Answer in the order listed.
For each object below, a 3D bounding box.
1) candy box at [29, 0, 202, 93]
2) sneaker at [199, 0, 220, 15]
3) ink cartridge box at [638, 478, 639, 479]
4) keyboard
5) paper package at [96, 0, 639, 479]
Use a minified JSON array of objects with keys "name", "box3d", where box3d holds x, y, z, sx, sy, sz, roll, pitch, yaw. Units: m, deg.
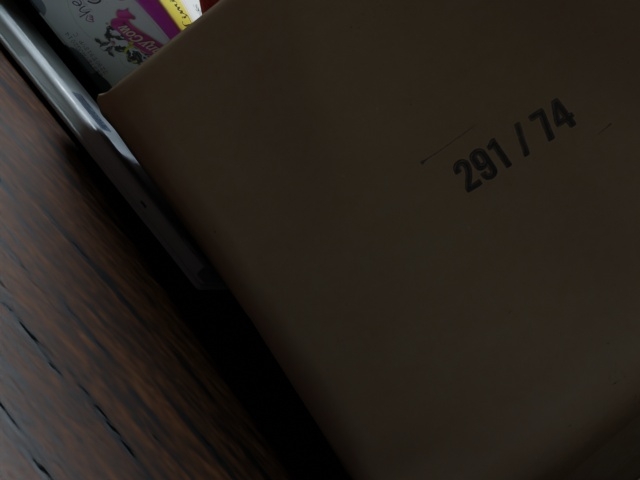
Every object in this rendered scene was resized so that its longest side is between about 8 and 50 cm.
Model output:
[{"name":"candy box","box3d":[-0.130,-0.210,0.949,0.159,0.071,0.233,53,22,-40]},{"name":"sneaker","box3d":[-0.037,-0.128,0.939,0.128,0.087,0.221,49,-15,52]},{"name":"ink cartridge box","box3d":[0.147,0.110,1.027,0.211,0.121,0.289,49,9,6]},{"name":"keyboard","box3d":[-0.132,-0.071,0.836,0.256,0.014,0.072,51,4,11]},{"name":"paper package","box3d":[0.104,-0.040,0.772,0.309,0.325,0.168,54,5,26]}]
